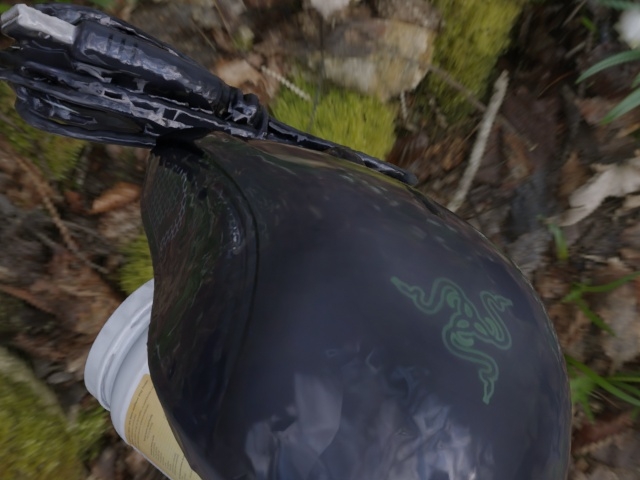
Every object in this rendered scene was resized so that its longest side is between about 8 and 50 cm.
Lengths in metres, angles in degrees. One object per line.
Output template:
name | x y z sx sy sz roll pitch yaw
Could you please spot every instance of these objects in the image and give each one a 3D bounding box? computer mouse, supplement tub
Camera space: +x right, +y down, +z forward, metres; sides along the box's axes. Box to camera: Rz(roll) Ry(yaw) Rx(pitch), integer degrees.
computer mouse | 0.000 0.000 0.445 0.188 0.272 0.072 23 110 -26
supplement tub | -0.069 0.128 1.107 0.199 0.144 0.144 36 90 23
